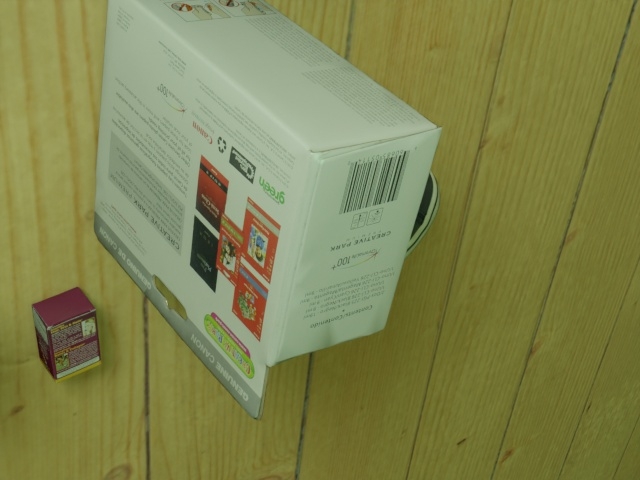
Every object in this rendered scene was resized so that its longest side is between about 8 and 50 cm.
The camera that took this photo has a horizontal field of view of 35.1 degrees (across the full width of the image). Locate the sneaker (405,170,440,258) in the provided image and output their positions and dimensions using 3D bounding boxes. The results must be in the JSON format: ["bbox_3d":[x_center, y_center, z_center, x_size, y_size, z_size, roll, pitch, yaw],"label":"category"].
[{"bbox_3d":[0.000,0.000,1.149,0.321,0.126,0.127,-39,148,-9],"label":"sneaker"}]

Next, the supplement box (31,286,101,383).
[{"bbox_3d":[-0.263,0.099,1.050,0.055,0.043,0.083,-22,137,-29],"label":"supplement box"}]

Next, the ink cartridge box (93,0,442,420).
[{"bbox_3d":[-0.071,-0.046,0.889,0.130,0.309,0.271,-15,133,-35],"label":"ink cartridge box"}]
